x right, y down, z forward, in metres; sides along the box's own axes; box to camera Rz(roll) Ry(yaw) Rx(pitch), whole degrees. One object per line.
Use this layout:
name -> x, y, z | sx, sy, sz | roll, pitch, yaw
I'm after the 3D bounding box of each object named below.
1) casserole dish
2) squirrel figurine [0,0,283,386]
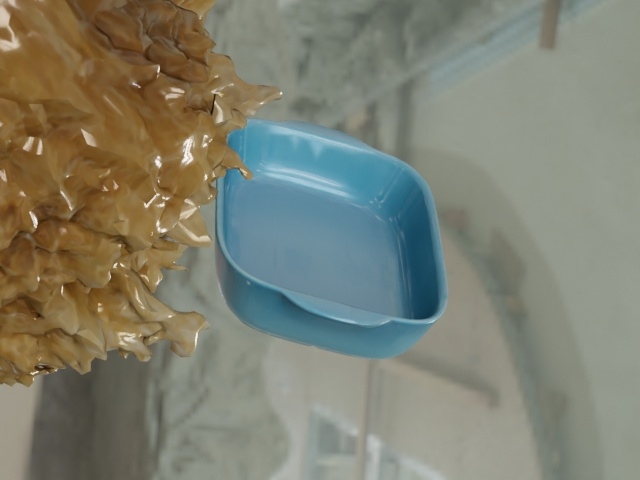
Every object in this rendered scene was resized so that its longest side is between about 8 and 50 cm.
casserole dish -> 0.000, 0.000, 0.874 | 0.188, 0.114, 0.037 | -93, -159, -59
squirrel figurine -> -0.192, -0.114, 0.503 | 0.397, 0.281, 0.370 | 47, -57, 34
